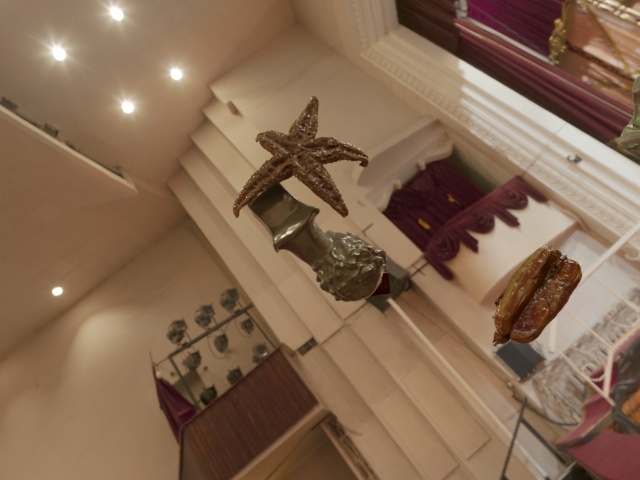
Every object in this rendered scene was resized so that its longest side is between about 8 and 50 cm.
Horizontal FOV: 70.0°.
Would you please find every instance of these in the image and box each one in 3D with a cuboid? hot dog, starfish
[{"bbox_3d":[0.420,0.108,0.900,0.269,0.109,0.072,-41,-20,-23],"label":"hot dog"},{"bbox_3d":[-0.030,-0.134,0.818,0.295,0.231,0.048,-56,-12,-25],"label":"starfish"}]

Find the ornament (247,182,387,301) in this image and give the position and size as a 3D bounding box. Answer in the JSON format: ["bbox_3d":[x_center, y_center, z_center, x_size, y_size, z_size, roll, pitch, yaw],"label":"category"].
[{"bbox_3d":[-0.012,0.008,0.848,0.130,0.285,0.120,-57,2,-7],"label":"ornament"}]

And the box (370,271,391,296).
[{"bbox_3d":[0.121,0.102,1.052,0.082,0.051,0.023,-5,-4,-26],"label":"box"}]

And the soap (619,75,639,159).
[{"bbox_3d":[0.775,-0.189,0.714,0.262,0.446,0.156,12,-89,-31],"label":"soap"}]
